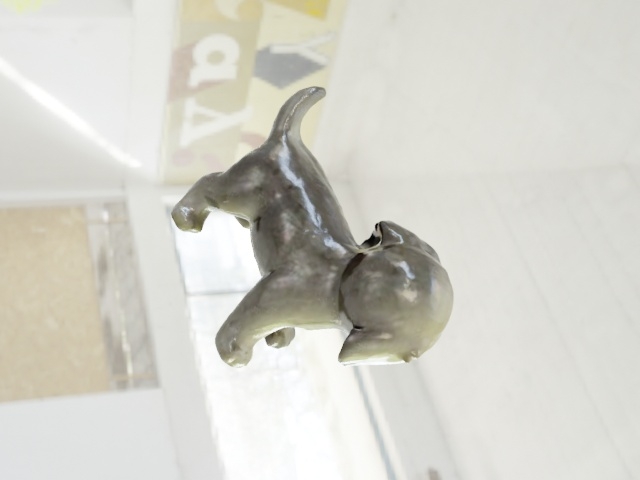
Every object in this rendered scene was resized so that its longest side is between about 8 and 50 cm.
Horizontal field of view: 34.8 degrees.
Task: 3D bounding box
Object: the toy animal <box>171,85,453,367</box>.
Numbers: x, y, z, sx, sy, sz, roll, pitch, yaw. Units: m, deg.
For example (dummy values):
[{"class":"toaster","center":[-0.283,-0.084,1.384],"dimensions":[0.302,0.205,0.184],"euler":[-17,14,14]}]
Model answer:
[{"class":"toy animal","center":[-0.005,0.016,0.791],"dimensions":[0.169,0.121,0.233],"euler":[-41,-114,22]}]
